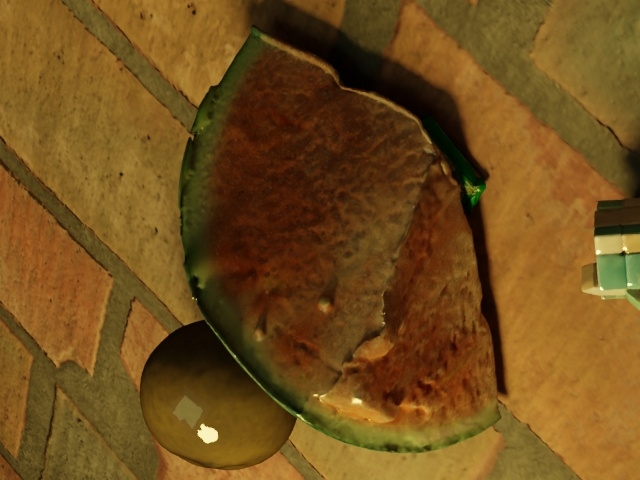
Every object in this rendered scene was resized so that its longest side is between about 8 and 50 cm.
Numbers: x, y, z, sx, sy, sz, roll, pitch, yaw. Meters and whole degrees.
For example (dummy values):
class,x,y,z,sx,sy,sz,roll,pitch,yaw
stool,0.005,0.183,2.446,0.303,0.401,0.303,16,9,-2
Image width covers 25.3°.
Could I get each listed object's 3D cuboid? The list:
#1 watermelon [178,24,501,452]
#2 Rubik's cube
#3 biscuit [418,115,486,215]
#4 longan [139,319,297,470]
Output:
class,x,y,z,sx,sy,sz,roll,pitch,yaw
watermelon,-0.016,0.029,1.227,0.292,0.222,0.319,26,138,37
Rubik's cube,0.232,0.011,1.033,0.075,0.084,0.073,3,116,29
biscuit,0.105,-0.064,1.188,0.089,0.016,0.046,53,147,10
longan,-0.105,0.165,1.502,0.167,0.167,0.187,38,151,27
